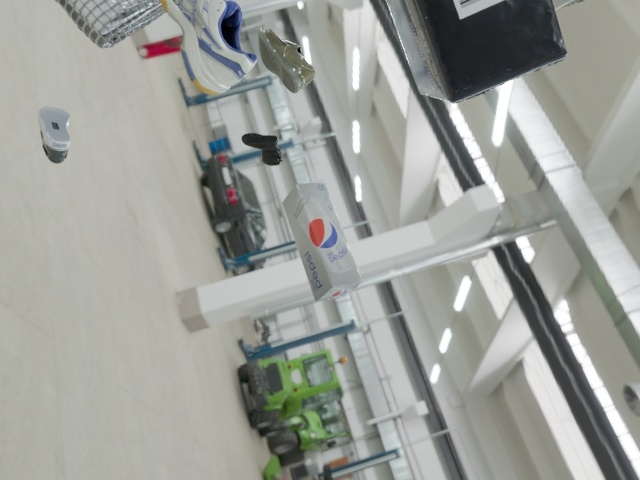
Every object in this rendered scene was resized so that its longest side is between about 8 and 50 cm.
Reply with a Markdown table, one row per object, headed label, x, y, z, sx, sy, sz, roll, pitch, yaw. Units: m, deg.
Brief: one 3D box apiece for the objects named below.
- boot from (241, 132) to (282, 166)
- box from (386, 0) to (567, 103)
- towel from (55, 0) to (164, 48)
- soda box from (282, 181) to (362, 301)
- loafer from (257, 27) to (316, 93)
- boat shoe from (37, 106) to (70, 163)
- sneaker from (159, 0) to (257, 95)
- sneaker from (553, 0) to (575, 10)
| label | x | y | z | sx | sy | sz | roll | pitch | yaw |
| --- | --- | --- | --- | --- | --- | --- | --- | --- | --- |
| boot | -0.174 | -0.274 | 1.802 | 0.099 | 0.121 | 0.045 | 84 | 14 | -53 |
| box | 0.204 | -0.385 | 0.920 | 0.294 | 0.182 | 0.297 | -85 | 153 | -74 |
| towel | -0.411 | -0.549 | 1.206 | 0.235 | 0.283 | 0.121 | 48 | -25 | -1 |
| soda box | 0.000 | 0.000 | 1.479 | 0.098 | 0.091 | 0.287 | -45 | -122 | 51 |
| loafer | -0.094 | -0.496 | 1.625 | 0.251 | 0.087 | 0.094 | 56 | -19 | 27 |
| boat shoe | -0.424 | -0.170 | 0.947 | 0.142 | 0.049 | 0.040 | 57 | -47 | 48 |
| sneaker | -0.206 | -0.424 | 1.092 | 0.297 | 0.130 | 0.112 | 67 | 24 | -3 |
| sneaker | 0.790 | -0.815 | 2.019 | 0.146 | 0.295 | 0.105 | -24 | 97 | -51 |
